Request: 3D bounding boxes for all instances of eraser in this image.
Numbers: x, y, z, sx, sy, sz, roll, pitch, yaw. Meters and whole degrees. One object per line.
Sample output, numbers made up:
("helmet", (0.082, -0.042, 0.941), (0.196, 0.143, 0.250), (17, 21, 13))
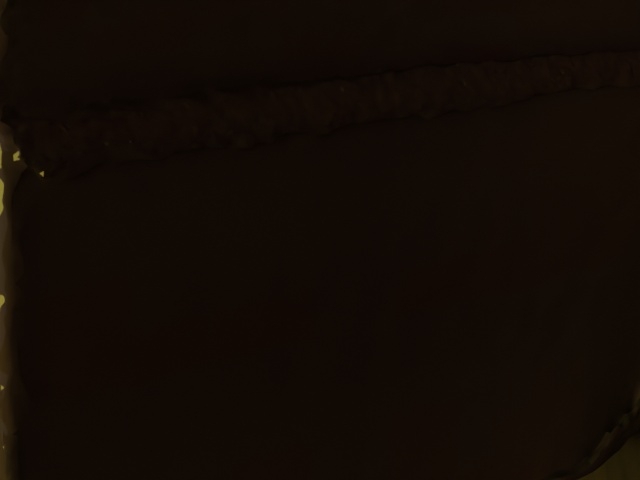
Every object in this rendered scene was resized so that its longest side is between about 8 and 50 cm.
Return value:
("eraser", (0.000, 0.000, 0.647), (0.122, 0.359, 0.272), (19, 113, 48))
